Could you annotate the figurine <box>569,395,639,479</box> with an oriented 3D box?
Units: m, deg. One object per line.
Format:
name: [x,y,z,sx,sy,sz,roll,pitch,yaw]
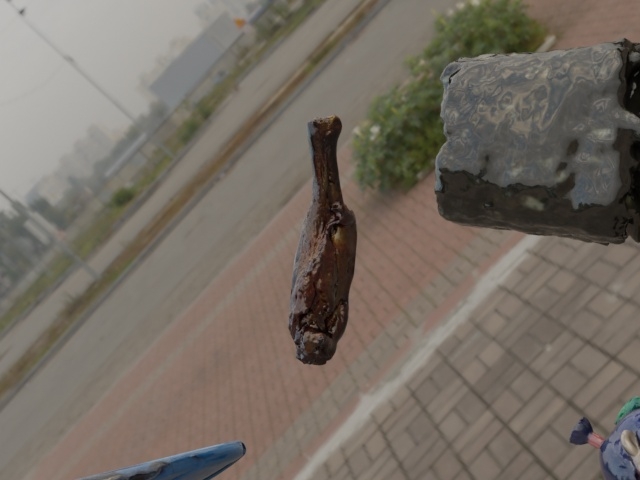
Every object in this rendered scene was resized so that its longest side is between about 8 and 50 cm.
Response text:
figurine: [0.289,0.196,0.817,0.102,0.111,0.195,-42,0,11]

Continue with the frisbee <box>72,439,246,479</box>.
frisbee: [-0.176,0.209,0.783,0.242,0.045,0.242,-12,-11,-2]

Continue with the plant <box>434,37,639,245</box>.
plant: [0.264,-0.089,0.832,0.181,0.321,0.194,-14,-73,-78]

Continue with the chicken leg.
chicken leg: [0.000,0.000,1.547,0.158,0.096,0.406,-16,-69,-70]
